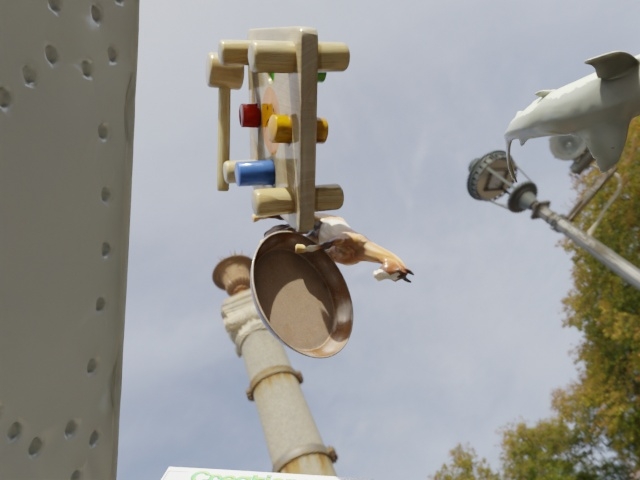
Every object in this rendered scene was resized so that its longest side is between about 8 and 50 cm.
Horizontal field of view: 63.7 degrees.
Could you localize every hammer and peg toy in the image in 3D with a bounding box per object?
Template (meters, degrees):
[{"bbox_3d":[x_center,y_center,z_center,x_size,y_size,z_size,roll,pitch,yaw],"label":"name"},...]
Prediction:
[{"bbox_3d":[-0.079,-0.180,0.784,0.127,0.361,0.265,-7,-68,-21],"label":"hammer and peg toy"}]

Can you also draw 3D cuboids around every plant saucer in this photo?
[{"bbox_3d":[-0.026,0.069,0.646,0.168,0.168,0.029,26,-43,-34],"label":"plant saucer"}]

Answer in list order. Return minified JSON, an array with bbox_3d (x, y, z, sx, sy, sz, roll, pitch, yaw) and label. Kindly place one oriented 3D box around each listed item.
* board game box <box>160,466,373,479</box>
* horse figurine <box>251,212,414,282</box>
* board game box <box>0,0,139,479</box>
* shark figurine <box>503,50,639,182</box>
[{"bbox_3d":[-0.083,0.376,0.656,0.305,0.193,0.053,1,-79,5],"label":"board game box"},{"bbox_3d":[0.000,0.000,0.790,0.175,0.263,0.066,-1,-76,-27],"label":"horse figurine"},{"bbox_3d":[-0.209,0.010,0.194,0.050,0.390,0.389,5,-87,14],"label":"board game box"},{"bbox_3d":[0.297,-0.129,0.599,0.166,0.278,0.116,-12,-94,-34],"label":"shark figurine"}]
